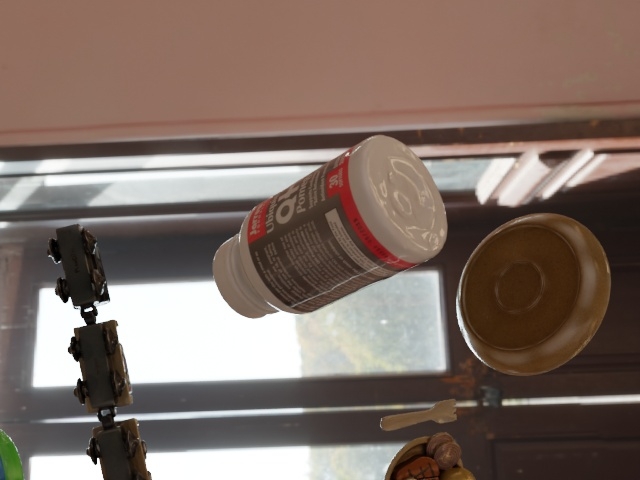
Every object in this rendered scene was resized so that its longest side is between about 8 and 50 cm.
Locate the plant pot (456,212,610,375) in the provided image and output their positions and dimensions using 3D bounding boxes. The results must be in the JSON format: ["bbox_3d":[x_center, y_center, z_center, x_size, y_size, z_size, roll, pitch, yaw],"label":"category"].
[{"bbox_3d":[0.281,0.068,1.013,0.032,0.236,0.236,25,-128,-39],"label":"plant pot"}]

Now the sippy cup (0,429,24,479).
[{"bbox_3d":[-0.654,0.430,1.204,0.224,0.305,0.240,16,-142,-52],"label":"sippy cup"}]

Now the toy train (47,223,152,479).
[{"bbox_3d":[-0.115,0.069,0.385,0.036,0.027,0.158,114,142,-81],"label":"toy train"}]

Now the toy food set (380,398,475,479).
[{"bbox_3d":[0.134,0.299,0.884,0.038,0.132,0.192,-4,91,62],"label":"toy food set"}]

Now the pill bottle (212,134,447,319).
[{"bbox_3d":[0.000,0.000,1.015,0.176,0.318,0.176,29,-133,-37],"label":"pill bottle"}]
